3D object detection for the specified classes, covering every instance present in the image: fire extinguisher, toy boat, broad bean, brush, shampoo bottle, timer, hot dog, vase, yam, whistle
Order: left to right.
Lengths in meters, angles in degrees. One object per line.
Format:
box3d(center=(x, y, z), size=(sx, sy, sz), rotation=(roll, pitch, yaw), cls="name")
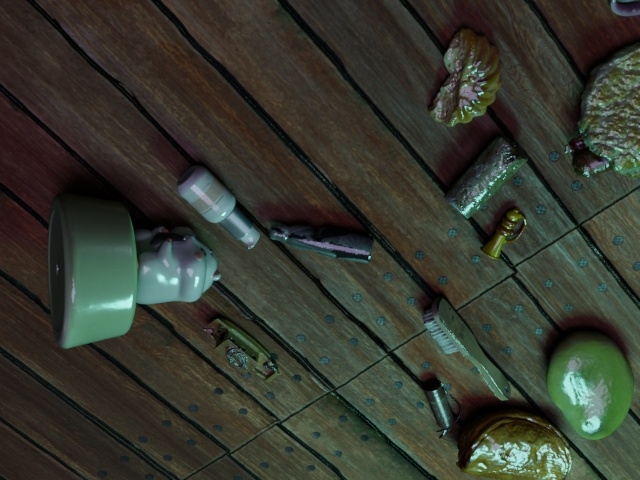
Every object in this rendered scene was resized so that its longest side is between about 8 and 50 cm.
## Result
box3d(center=(-0.353, 0.051, 1.552), size=(0.315, 0.291, 0.291), rotation=(-2, 124, -24), cls="timer")
box3d(center=(-0.193, -0.064, 1.563), size=(0.074, 0.074, 0.192), rotation=(-37, 117, 20), cls="shampoo bottle")
box3d(center=(-0.170, 0.244, 1.750), size=(0.057, 0.077, 0.200), rotation=(-39, 114, 20), cls="toy boat")
box3d(center=(0.000, 0.000, 1.609), size=(0.211, 0.060, 0.060), rotation=(10, 121, -8), cls="vase")
box3d(center=(0.287, 0.388, 1.862), size=(0.078, 0.045, 0.157), rotation=(-28, 119, -9), cls="fire extinguisher")
box3d(center=(0.321, 0.249, 1.767), size=(0.065, 0.070, 0.327), rotation=(-22, 123, 34), cls="brush")
box3d(center=(0.311, -0.120, 1.528), size=(0.078, 0.078, 0.179), rotation=(33, 117, -19), cls="yam")
box3d(center=(0.377, -0.012, 1.614), size=(0.057, 0.046, 0.109), rotation=(32, 111, -2), cls="whistle")
box3d(center=(0.457, 0.494, 1.883), size=(0.272, 0.122, 0.196), rotation=(7, 123, -9), cls="hot dog")
box3d(center=(0.601, 0.320, 1.774), size=(0.188, 0.121, 0.263), rotation=(-18, 118, 6), cls="broad bean")

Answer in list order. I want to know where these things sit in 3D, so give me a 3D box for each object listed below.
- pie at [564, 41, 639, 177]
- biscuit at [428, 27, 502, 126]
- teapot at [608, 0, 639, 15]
box3d(center=(0.595, -0.230, 1.445), size=(0.274, 0.105, 0.257), rotation=(3, 113, -3), cls="pie")
box3d(center=(0.270, -0.286, 1.434), size=(0.118, 0.061, 0.183), rotation=(7, 121, -6), cls="biscuit")
box3d(center=(0.549, -0.435, 1.312), size=(0.145, 0.116, 0.148), rotation=(-3, 118, -10), cls="teapot")
